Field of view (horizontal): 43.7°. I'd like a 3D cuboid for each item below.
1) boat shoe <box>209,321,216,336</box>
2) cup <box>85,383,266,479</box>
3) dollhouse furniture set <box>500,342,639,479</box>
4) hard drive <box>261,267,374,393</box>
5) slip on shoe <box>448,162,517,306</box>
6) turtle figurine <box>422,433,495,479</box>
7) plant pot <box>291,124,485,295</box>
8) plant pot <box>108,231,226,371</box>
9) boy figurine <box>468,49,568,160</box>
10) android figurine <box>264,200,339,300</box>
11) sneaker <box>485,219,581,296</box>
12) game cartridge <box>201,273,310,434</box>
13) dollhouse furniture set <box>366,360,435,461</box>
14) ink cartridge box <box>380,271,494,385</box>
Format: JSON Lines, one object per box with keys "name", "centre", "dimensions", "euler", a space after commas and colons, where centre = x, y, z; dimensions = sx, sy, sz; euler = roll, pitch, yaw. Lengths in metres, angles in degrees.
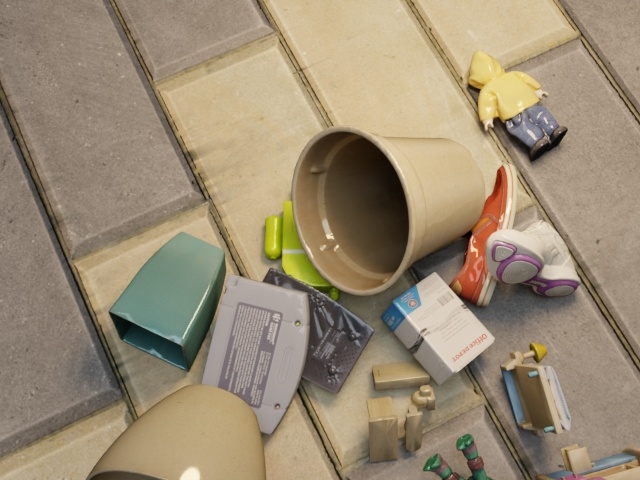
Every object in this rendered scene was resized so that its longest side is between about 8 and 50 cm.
{"name": "boat shoe", "centre": [-0.177, 0.217, 1.684], "dimensions": [0.133, 0.042, 0.049], "euler": [34, 101, 12]}
{"name": "cup", "centre": [-0.236, 0.413, 1.493], "dimensions": [0.331, 0.331, 0.237], "euler": [16, 50, 5]}
{"name": "dollhouse furniture set", "centre": [0.505, 0.331, 1.515], "dimensions": [0.198, 0.286, 0.304], "euler": [-15, 82, -6]}
{"name": "hard drive", "centre": [-0.032, 0.185, 1.663], "dimensions": [0.254, 0.054, 0.172], "euler": [30, 92, 8]}
{"name": "slip on shoe", "centre": [0.360, -0.022, 1.736], "dimensions": [0.101, 0.123, 0.331], "euler": [16, 76, 10]}
{"name": "turtle figurine", "centre": [0.313, 0.500, 1.543], "dimensions": [0.175, 0.118, 0.234], "euler": [-36, 88, -9]}
{"name": "plant pot", "centre": [0.161, -0.086, 1.634], "dimensions": [0.305, 0.334, 0.334], "euler": [-16, 67, -41]}
{"name": "plant pot", "centre": [-0.295, 0.115, 1.659], "dimensions": [0.165, 0.165, 0.234], "euler": [24, 64, 8]}
{"name": "boy figurine", "centre": [0.435, -0.319, 1.853], "dimensions": [0.177, 0.092, 0.285], "euler": [-36, 74, -12]}
{"name": "android figurine", "centre": [0.000, 0.000, 1.753], "dimensions": [0.248, 0.056, 0.273], "euler": [-1, 70, -1]}
{"name": "sneaker", "centre": [0.429, 0.020, 1.661], "dimensions": [0.114, 0.305, 0.152], "euler": [-25, 58, 34]}
{"name": "game cartridge", "centre": [-0.128, 0.233, 1.622], "dimensions": [0.196, 0.060, 0.294], "euler": [14, 91, 13]}
{"name": "dollhouse furniture set", "centre": [0.161, 0.349, 1.644], "dimensions": [0.144, 0.123, 0.151], "euler": [-6, 35, -3]}
{"name": "ink cartridge box", "centre": [0.242, 0.181, 1.655], "dimensions": [0.139, 0.082, 0.191], "euler": [-30, 73, -34]}
